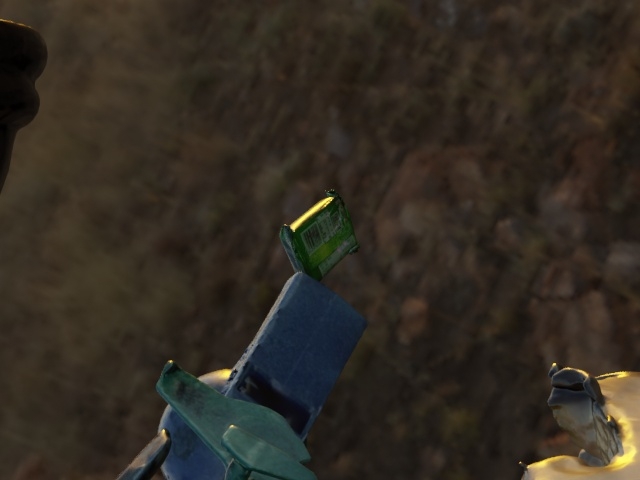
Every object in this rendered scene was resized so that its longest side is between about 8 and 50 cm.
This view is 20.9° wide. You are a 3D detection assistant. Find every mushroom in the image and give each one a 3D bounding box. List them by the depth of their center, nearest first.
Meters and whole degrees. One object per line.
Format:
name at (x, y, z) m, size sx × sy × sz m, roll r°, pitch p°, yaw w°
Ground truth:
mushroom at (0.306, 0.323, 1.523) m, size 0.313 × 0.224 × 0.397 m, roll -56°, pitch -39°, yaw -63°

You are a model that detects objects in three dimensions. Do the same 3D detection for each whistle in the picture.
whistle at (-0.040, 0.099, 0.961) m, size 0.090 × 0.090 × 0.158 m, roll -40°, pitch 15°, yaw 49°

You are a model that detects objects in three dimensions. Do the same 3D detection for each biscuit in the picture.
biscuit at (0.000, 0.000, 1.041) m, size 0.016 × 0.046 × 0.089 m, roll -17°, pitch 12°, yaw 28°

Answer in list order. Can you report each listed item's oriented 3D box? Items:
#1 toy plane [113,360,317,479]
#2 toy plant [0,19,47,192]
toy plane at (-0.053, 0.120, 0.513) m, size 0.235 × 0.096 × 0.060 m, roll -51°, pitch -16°, yaw -53°
toy plant at (-0.221, -0.109, 0.822) m, size 0.218 × 0.175 × 0.235 m, roll 2°, pitch 90°, yaw 45°
